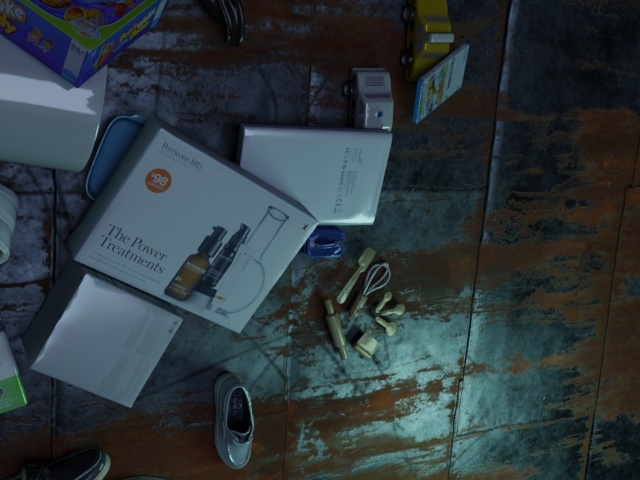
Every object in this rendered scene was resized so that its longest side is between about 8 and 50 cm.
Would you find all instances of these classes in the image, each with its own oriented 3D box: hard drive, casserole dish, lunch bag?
[{"bbox_3d":[-0.021,-0.130,1.542,0.318,0.040,0.210,-1,118,-24],"label":"hard drive"},{"bbox_3d":[-0.363,-0.143,1.397,0.114,0.037,0.188,21,94,-31],"label":"casserole dish"},{"bbox_3d":[0.000,0.000,1.610,0.098,0.065,0.067,-3,105,-28],"label":"lunch bag"}]

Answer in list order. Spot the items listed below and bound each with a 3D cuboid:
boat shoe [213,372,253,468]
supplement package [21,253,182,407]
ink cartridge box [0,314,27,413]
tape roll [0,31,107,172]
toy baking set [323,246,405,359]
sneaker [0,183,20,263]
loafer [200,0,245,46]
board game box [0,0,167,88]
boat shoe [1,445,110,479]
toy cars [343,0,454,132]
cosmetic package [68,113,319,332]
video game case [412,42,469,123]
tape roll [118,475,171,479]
[{"bbox_3d":[-0.182,0.398,1.613,0.079,0.081,0.228,-12,109,-25],"label":"boat shoe"},{"bbox_3d":[-0.404,0.164,1.393,0.203,0.149,0.194,31,88,-31],"label":"supplement package"},{"bbox_3d":[-0.644,0.177,1.290,0.198,0.115,0.273,-17,111,-24],"label":"ink cartridge box"},{"bbox_3d":[-0.454,-0.240,1.202,0.169,0.246,0.246,8,100,-30],"label":"tape roll"},{"bbox_3d":[0.094,0.149,1.725,0.196,0.030,0.256,-31,116,-20],"label":"toy baking set"},{"bbox_3d":[-0.626,-0.054,1.192,0.292,0.169,0.108,21,122,-32],"label":"sneaker"},{"bbox_3d":[-0.199,-0.459,1.382,0.078,0.080,0.220,-20,107,-11],"label":"loafer"},{"bbox_3d":[-0.429,-0.406,1.117,0.347,0.078,0.233,35,45,-6],"label":"board game box"},{"bbox_3d":[-0.544,0.471,1.434,0.285,0.103,0.092,-26,119,-13],"label":"boat shoe"},{"bbox_3d":[0.173,-0.349,1.593,0.176,0.087,0.394,40,84,-30],"label":"toy cars"},{"bbox_3d":[-0.231,-0.019,1.425,0.377,0.097,0.284,29,99,-34],"label":"cosmetic package"},{"bbox_3d":[0.259,-0.339,1.629,0.166,0.015,0.119,-41,153,-27],"label":"video game case"},{"bbox_3d":[-0.384,0.637,1.562,0.286,0.100,0.286,-7,107,-26],"label":"tape roll"}]
